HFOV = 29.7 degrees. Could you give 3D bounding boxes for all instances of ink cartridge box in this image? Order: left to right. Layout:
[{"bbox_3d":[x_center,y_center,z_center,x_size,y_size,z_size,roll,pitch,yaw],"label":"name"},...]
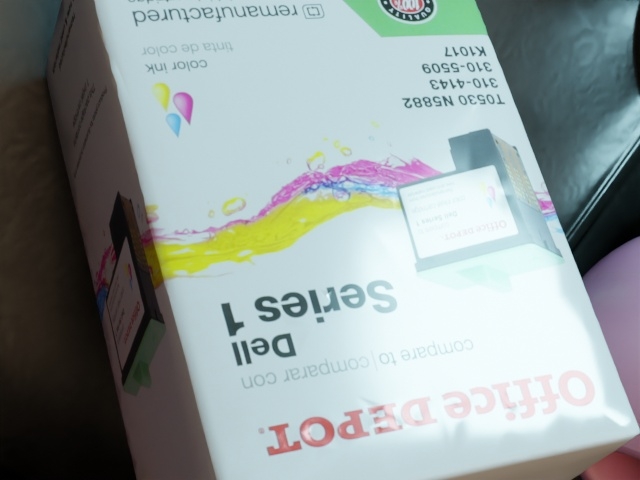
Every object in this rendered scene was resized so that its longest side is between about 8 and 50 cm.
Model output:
[{"bbox_3d":[0.000,0.000,0.578,0.201,0.117,0.278,-7,67,-24],"label":"ink cartridge box"}]

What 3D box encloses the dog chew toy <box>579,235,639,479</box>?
[{"bbox_3d":[0.285,0.028,0.762,0.206,0.207,0.332,49,65,-26],"label":"dog chew toy"}]
